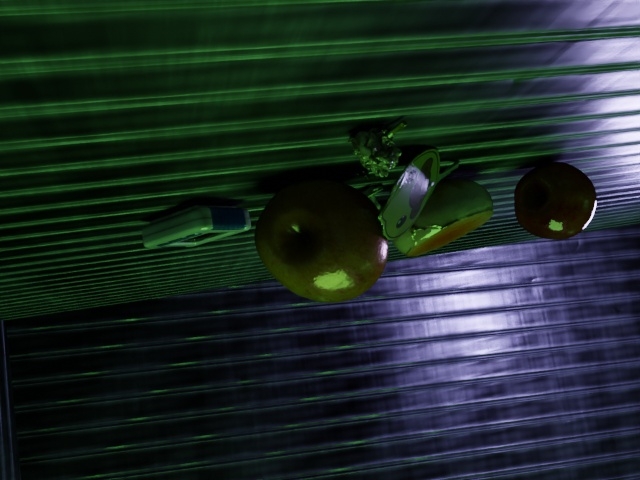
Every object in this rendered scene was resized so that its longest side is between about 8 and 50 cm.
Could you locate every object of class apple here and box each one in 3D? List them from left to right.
[{"bbox_3d":[0.000,0.000,1.507,0.298,0.299,0.275,-14,167,28],"label":"apple"},{"bbox_3d":[0.648,-0.108,1.795,0.201,0.218,0.218,7,163,-36],"label":"apple"}]

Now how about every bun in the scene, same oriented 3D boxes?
[{"bbox_3d":[0.316,-0.082,1.774,0.298,0.165,0.299,-25,166,-7],"label":"bun"}]

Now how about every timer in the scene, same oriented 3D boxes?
[{"bbox_3d":[-0.317,-0.038,1.636,0.253,0.078,0.178,-15,172,38],"label":"timer"}]

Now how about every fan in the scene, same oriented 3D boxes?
[{"bbox_3d":[0.234,-0.121,1.486,0.335,0.011,0.230,-34,145,-39],"label":"fan"}]

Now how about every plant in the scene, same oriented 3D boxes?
[{"bbox_3d":[0.115,-0.188,1.218,0.122,0.104,0.116,-47,-164,22],"label":"plant"}]

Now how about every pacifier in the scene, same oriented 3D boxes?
[{"bbox_3d":[0.143,-0.111,1.719,0.068,0.064,0.083,-25,180,-29],"label":"pacifier"}]

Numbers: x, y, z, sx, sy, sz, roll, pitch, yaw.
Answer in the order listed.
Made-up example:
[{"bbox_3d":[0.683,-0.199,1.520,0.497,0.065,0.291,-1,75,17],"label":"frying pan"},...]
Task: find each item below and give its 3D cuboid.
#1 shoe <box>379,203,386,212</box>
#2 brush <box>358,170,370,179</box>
[{"bbox_3d":[0.147,-0.063,1.941,0.274,0.103,0.098,-13,158,7],"label":"shoe"},{"bbox_3d":[0.108,-0.157,1.557,0.024,0.008,0.083,-15,170,12],"label":"brush"}]
